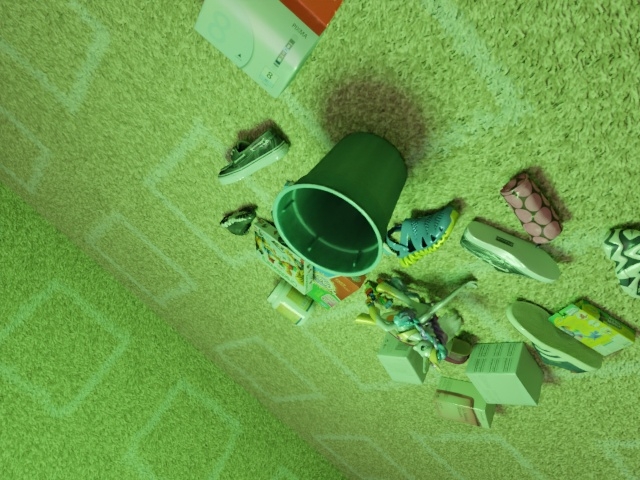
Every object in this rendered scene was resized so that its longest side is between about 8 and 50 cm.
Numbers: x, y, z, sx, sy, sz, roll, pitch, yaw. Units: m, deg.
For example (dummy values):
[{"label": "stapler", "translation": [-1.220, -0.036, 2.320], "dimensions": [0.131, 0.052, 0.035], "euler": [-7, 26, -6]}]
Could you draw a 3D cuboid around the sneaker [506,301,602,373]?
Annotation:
[{"label": "sneaker", "translation": [0.762, 0.344, 1.672], "dimensions": [0.350, 0.131, 0.148], "euler": [35, 150, 4]}]

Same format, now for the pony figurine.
[{"label": "pony figurine", "translation": [0.360, 0.275, 1.761], "dimensions": [0.363, 0.351, 0.303], "euler": [32, 144, 34]}]

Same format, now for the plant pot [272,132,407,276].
[{"label": "plant pot", "translation": [0.087, -0.128, 1.472], "dimensions": [0.340, 0.334, 0.341], "euler": [20, 140, 18]}]

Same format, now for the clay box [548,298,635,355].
[{"label": "clay box", "translation": [0.865, 0.273, 1.577], "dimensions": [0.222, 0.053, 0.127], "euler": [33, 143, 3]}]

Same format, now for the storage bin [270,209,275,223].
[{"label": "storage bin", "translation": [-0.082, -0.087, 1.825], "dimensions": [0.180, 0.084, 0.122], "euler": [-10, 110, 41]}]

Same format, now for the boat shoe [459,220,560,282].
[{"label": "boat shoe", "translation": [0.571, 0.053, 1.506], "dimensions": [0.301, 0.108, 0.102], "euler": [27, 142, 13]}]

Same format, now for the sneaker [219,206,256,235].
[{"label": "sneaker", "translation": [-0.321, -0.072, 2.049], "dimensions": [0.234, 0.078, 0.106], "euler": [-12, 127, 48]}]

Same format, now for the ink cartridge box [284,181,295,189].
[{"label": "ink cartridge box", "translation": [-0.088, -0.183, 1.790], "dimensions": [0.083, 0.028, 0.048], "euler": [12, 138, 25]}]

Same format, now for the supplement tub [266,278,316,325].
[{"label": "supplement tub", "translation": [-0.132, 0.280, 2.238], "dimensions": [0.199, 0.144, 0.144], "euler": [37, 143, -4]}]

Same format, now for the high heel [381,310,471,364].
[{"label": "high heel", "translation": [0.417, 0.403, 1.991], "dimensions": [0.377, 0.127, 0.181], "euler": [24, 161, 17]}]

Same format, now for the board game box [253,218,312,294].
[{"label": "board game box", "translation": [-0.152, 0.064, 2.002], "dimensions": [0.305, 0.053, 0.193], "euler": [35, 142, 31]}]

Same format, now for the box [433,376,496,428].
[{"label": "box", "translation": [0.637, 0.714, 2.168], "dimensions": [0.232, 0.127, 0.149], "euler": [2, 133, 35]}]

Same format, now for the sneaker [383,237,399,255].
[{"label": "sneaker", "translation": [0.204, 0.003, 1.755], "dimensions": [0.162, 0.063, 0.073], "euler": [42, 145, -11]}]

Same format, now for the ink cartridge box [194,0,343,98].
[{"label": "ink cartridge box", "translation": [-0.142, -0.612, 1.310], "dimensions": [0.308, 0.091, 0.385], "euler": [40, 144, -9]}]

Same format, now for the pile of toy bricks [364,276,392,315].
[{"label": "pile of toy bricks", "translation": [0.213, 0.208, 1.962], "dimensions": [0.105, 0.118, 0.212], "euler": [44, 170, 35]}]

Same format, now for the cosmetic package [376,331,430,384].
[{"label": "cosmetic package", "translation": [0.364, 0.496, 2.107], "dimensions": [0.151, 0.151, 0.184], "euler": [-5, 127, 40]}]

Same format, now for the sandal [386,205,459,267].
[{"label": "sandal", "translation": [0.319, -0.023, 1.599], "dimensions": [0.138, 0.126, 0.317], "euler": [41, 141, -4]}]

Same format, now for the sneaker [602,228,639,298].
[{"label": "sneaker", "translation": [0.874, 0.061, 1.301], "dimensions": [0.153, 0.094, 0.235], "euler": [-13, 114, 54]}]

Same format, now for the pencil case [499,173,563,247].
[{"label": "pencil case", "translation": [0.581, -0.085, 1.365], "dimensions": [0.209, 0.095, 0.098], "euler": [51, 155, -18]}]

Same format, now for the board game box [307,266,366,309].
[{"label": "board game box", "translation": [0.014, 0.153, 2.037], "dimensions": [0.242, 0.064, 0.316], "euler": [37, 147, -5]}]

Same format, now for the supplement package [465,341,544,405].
[{"label": "supplement package", "translation": [0.702, 0.507, 1.873], "dimensions": [0.203, 0.149, 0.194], "euler": [-15, 122, 45]}]

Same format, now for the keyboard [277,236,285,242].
[{"label": "keyboard", "translation": [0.000, 0.000, 1.790], "dimensions": [0.316, 0.033, 0.201], "euler": [1, 170, 7]}]

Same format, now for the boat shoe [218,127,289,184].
[{"label": "boat shoe", "translation": [-0.254, -0.301, 1.731], "dimensions": [0.335, 0.121, 0.119], "euler": [-21, 111, 35]}]
